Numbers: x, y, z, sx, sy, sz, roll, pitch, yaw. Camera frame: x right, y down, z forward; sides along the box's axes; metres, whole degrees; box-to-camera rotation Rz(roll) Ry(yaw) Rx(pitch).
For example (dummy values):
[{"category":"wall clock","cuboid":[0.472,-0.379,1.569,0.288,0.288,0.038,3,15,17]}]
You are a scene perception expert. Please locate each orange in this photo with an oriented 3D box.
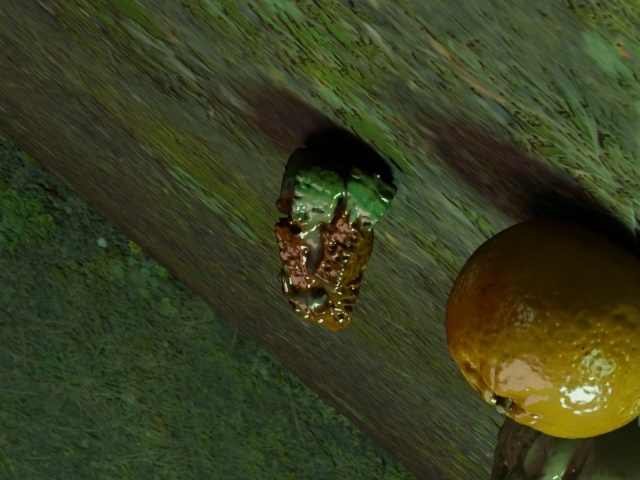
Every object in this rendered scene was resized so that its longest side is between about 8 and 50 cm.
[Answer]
[{"category":"orange","cuboid":[0.181,0.067,1.126,0.177,0.155,0.177,41,-178,-2]}]

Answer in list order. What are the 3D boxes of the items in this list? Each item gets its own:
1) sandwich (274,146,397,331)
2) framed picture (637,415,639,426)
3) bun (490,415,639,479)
[{"category":"sandwich","cuboid":[0.001,-0.002,1.393,0.109,0.160,0.185,18,177,-1]},{"category":"framed picture","cuboid":[0.337,0.162,1.240,0.149,0.011,0.109,14,169,15]},{"category":"bun","cuboid":[0.305,0.283,1.462,0.359,0.211,0.360,36,170,7]}]
